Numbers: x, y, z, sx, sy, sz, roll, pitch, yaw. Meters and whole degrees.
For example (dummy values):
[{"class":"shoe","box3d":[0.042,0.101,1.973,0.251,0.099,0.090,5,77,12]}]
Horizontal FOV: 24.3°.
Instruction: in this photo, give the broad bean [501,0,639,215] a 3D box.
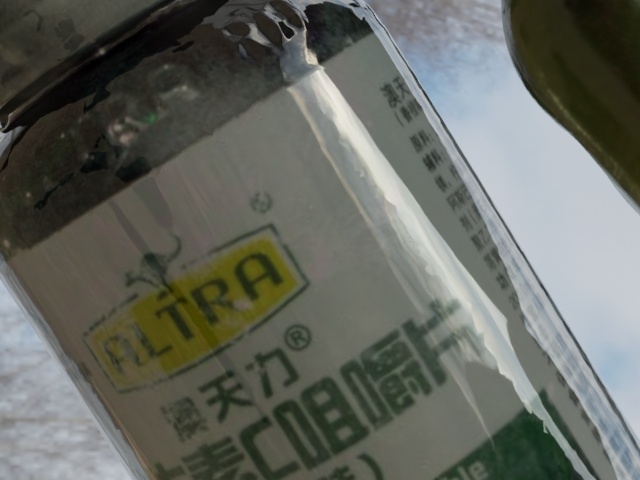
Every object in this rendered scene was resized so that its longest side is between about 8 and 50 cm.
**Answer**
[{"class":"broad bean","box3d":[0.162,-0.046,0.687,0.075,0.067,0.325,-38,-108,7]}]

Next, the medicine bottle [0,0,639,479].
[{"class":"medicine bottle","box3d":[-0.008,0.021,0.461,0.141,0.141,0.293,-28,-84,38]}]
